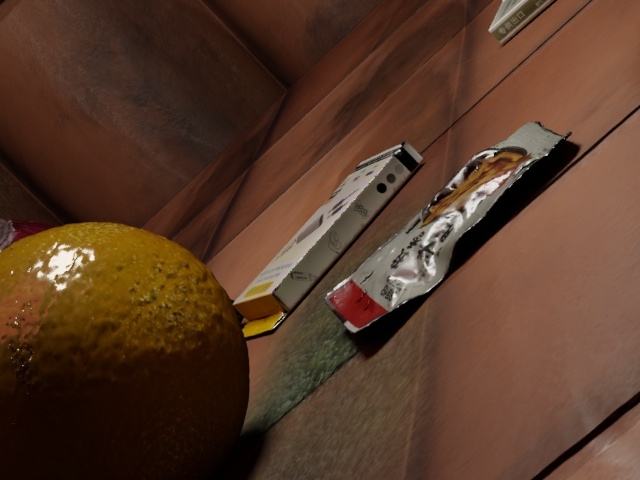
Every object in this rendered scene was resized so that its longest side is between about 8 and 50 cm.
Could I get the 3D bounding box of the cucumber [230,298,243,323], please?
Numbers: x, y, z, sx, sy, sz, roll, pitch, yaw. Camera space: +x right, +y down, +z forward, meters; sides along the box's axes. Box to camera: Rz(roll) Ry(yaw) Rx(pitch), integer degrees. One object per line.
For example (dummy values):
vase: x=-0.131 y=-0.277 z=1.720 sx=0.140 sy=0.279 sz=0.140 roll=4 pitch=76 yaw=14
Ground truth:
cucumber: x=-0.114 y=0.085 z=2.026 sx=0.048 sy=0.048 sz=0.105 roll=-50 pitch=11 yaw=-29

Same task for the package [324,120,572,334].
package: x=0.105 y=-0.012 z=1.552 sx=0.239 sy=0.030 sz=0.154 roll=-44 pitch=11 yaw=1

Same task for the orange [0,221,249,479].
orange: x=-0.190 y=0.120 z=1.553 sx=0.274 sy=0.274 sz=0.274 roll=-43 pitch=9 yaw=9

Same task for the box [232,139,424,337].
box: x=0.000 y=0.000 z=1.945 sx=0.247 sy=0.033 sz=0.129 roll=-48 pitch=10 yaw=-20

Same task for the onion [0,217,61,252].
onion: x=-0.338 y=0.112 z=2.207 sx=0.260 sy=0.282 sz=0.337 roll=-12 pitch=13 yaw=36

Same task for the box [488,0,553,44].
box: x=0.272 y=-0.304 z=2.108 sx=0.198 sy=0.029 sz=0.109 roll=-41 pitch=10 yaw=27
